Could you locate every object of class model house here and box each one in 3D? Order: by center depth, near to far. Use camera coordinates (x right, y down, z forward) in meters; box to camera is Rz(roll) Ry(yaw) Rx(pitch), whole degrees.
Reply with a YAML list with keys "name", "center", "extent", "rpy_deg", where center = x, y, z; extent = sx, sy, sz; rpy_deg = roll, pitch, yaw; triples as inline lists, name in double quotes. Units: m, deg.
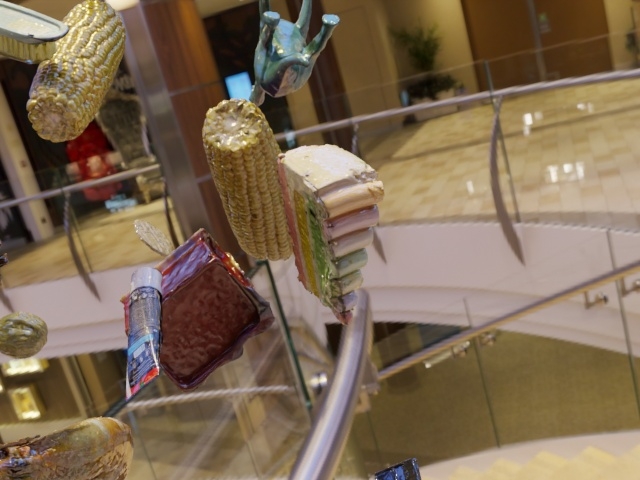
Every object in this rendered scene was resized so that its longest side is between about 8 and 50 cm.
- name: "model house"
  center: [-0.220, 0.093, 1.188]
  extent: [0.196, 0.160, 0.254]
  rpy_deg: [-42, 30, -3]

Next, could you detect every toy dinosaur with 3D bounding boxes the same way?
- name: "toy dinosaur"
  center: [-0.077, -0.267, 1.202]
  extent: [0.129, 0.331, 0.384]
  rpy_deg: [8, 44, -13]

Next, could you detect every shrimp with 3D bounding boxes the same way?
- name: "shrimp"
  center: [-0.282, 0.262, 0.743]
  extent: [0.063, 0.152, 0.287]
  rpy_deg: [23, -5, 17]

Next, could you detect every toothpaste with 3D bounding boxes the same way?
- name: "toothpaste"
  center: [-0.239, 0.122, 0.955]
  extent: [0.071, 0.045, 0.193]
  rpy_deg: [-41, 39, 25]

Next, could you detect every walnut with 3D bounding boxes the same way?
- name: "walnut"
  center: [-0.531, 0.168, 1.252]
  extent: [0.092, 0.092, 0.092]
  rpy_deg: [-15, 13, 4]

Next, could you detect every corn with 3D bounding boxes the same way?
- name: "corn"
  center: [-0.335, -0.242, 0.987]
  extent: [0.101, 0.101, 0.310]
  rpy_deg: [-13, 44, 10]
- name: "corn"
  center: [-0.120, -0.092, 1.302]
  extent: [0.143, 0.387, 0.144]
  rpy_deg: [-6, 57, 9]

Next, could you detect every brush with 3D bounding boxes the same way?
- name: "brush"
  center: [-0.446, -0.284, 0.901]
  extent: [0.296, 0.060, 0.068]
  rpy_deg: [25, 40, 14]

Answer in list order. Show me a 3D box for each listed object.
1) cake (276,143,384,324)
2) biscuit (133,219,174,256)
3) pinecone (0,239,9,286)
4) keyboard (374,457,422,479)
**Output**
- name: "cake"
  center: [0.017, -0.010, 0.851]
  extent: [0.090, 0.225, 0.109]
  rpy_deg: [-29, 48, -22]
- name: "biscuit"
  center: [-0.387, -0.005, 1.639]
  extent: [0.015, 0.120, 0.120]
  rpy_deg: [-44, 9, 11]
- name: "pinecone"
  center: [-0.726, 0.011, 1.285]
  extent: [0.244, 0.309, 0.244]
  rpy_deg: [-53, 13, 18]
- name: "keyboard"
  center: [0.136, 0.459, 1.078]
  extent: [0.087, 0.017, 0.251]
  rpy_deg: [-30, 42, 18]
